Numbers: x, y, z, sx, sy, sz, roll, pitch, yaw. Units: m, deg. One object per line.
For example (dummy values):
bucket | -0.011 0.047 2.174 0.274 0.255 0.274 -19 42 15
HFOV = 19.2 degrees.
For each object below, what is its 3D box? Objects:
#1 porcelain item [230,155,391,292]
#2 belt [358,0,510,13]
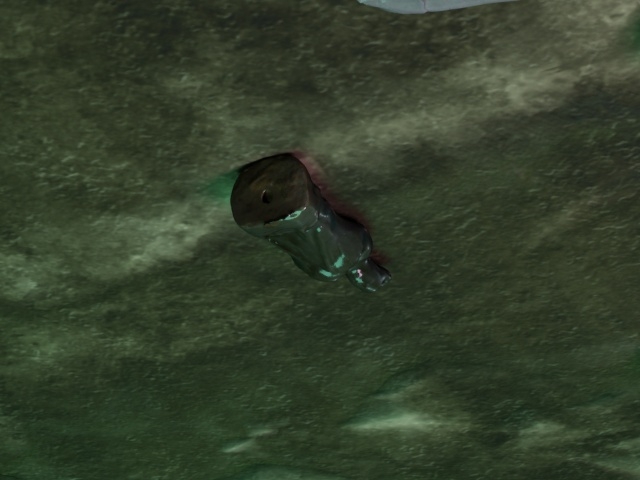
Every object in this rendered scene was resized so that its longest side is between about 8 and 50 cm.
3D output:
porcelain item | 0.000 0.000 1.771 0.081 0.069 0.216 -19 148 21
belt | 0.096 -0.231 1.333 0.201 0.124 0.128 -5 146 9
